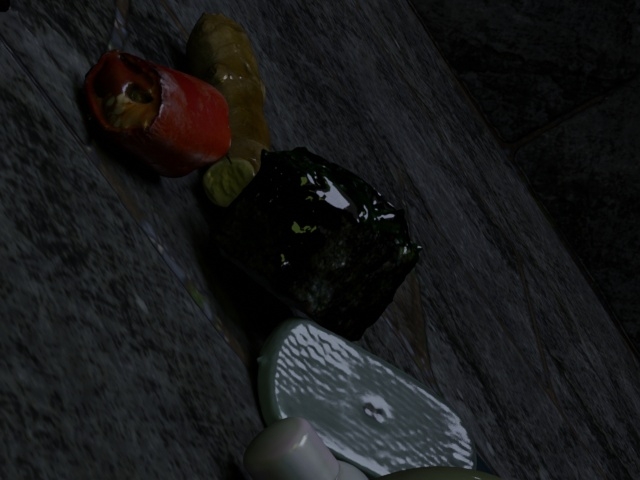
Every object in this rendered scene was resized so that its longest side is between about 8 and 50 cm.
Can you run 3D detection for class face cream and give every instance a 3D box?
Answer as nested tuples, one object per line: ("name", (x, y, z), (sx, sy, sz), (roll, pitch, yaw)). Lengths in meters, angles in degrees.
("face cream", (0.036, 0.242, 1.411), (0.269, 0.082, 0.082), (56, 13, -21))

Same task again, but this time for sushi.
("sushi", (0.000, 0.000, 1.641), (0.124, 0.127, 0.225), (36, 0, 25))

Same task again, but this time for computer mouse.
("computer mouse", (0.033, 0.159, 1.583), (0.231, 0.079, 0.128), (35, 39, -19))

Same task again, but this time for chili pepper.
("chili pepper", (-0.117, -0.093, 1.562), (0.192, 0.084, 0.086), (31, 64, -60))

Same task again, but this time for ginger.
("ginger", (-0.082, -0.107, 1.763), (0.118, 0.065, 0.299), (55, 16, -30))

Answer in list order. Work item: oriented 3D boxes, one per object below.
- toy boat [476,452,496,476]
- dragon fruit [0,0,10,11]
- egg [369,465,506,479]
("toy boat", (0.112, 0.226, 1.752), (0.246, 0.103, 0.093), (51, 22, 25))
("dragon fruit", (-0.257, -0.316, 1.172), (0.386, 0.249, 0.371), (-14, 90, -73))
("egg", (0.076, 0.255, 1.232), (0.219, 0.219, 0.269), (60, 9, 0))
